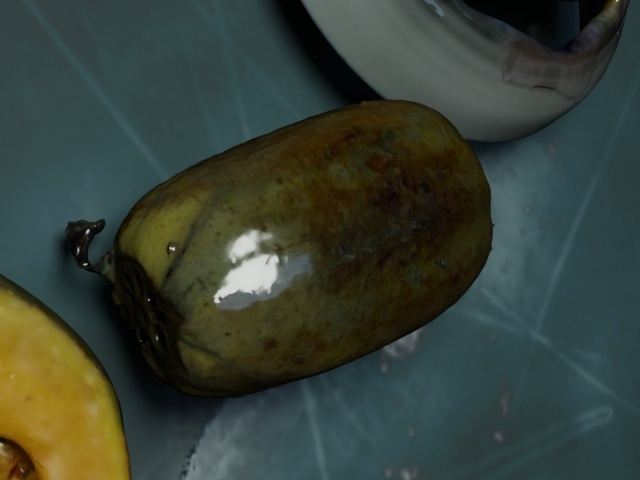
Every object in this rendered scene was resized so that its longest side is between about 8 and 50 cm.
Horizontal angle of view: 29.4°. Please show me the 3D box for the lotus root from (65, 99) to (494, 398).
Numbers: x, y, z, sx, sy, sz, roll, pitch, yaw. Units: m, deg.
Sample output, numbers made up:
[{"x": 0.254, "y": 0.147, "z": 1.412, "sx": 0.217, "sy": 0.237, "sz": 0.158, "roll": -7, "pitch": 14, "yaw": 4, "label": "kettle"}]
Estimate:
[{"x": 0.000, "y": 0.000, "z": 0.626, "sx": 0.241, "sy": 0.123, "sz": 0.124, "roll": -25, "pitch": 104, "yaw": -37, "label": "lotus root"}]

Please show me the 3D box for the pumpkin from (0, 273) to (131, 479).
[{"x": -0.208, "y": 0.142, "z": 0.447, "sx": 0.222, "sy": 0.139, "sz": 0.317, "roll": 35, "pitch": 67, "yaw": -31, "label": "pumpkin"}]

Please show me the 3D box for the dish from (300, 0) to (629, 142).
[{"x": 0.109, "y": -0.205, "z": 0.706, "sx": 0.273, "sy": 0.134, "sz": 0.273, "roll": 14, "pitch": 66, "yaw": -35, "label": "dish"}]
